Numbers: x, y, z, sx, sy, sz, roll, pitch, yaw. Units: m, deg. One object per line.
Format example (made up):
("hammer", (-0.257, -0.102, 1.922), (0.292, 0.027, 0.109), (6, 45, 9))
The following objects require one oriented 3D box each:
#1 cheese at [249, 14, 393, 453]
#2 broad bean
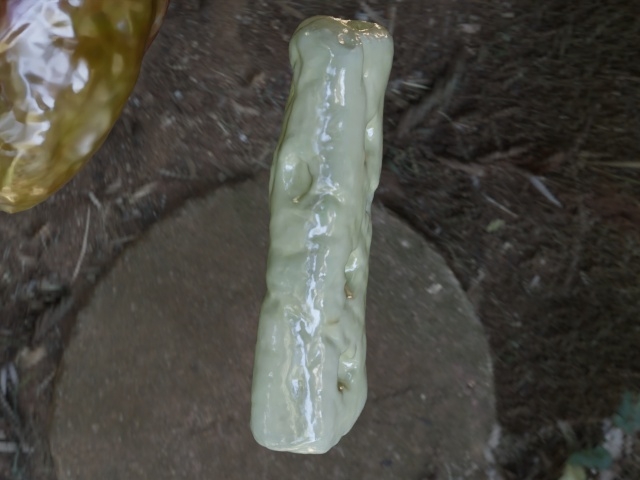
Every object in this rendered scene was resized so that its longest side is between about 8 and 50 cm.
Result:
("cheese", (0.000, 0.000, 0.545), (0.043, 0.065, 0.194), (13, 106, 27))
("broad bean", (-0.154, -0.127, 0.644), (0.122, 0.156, 0.229), (2, 116, -49))
